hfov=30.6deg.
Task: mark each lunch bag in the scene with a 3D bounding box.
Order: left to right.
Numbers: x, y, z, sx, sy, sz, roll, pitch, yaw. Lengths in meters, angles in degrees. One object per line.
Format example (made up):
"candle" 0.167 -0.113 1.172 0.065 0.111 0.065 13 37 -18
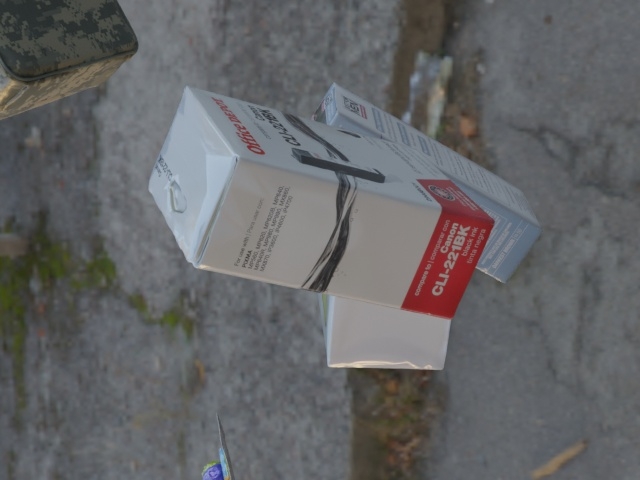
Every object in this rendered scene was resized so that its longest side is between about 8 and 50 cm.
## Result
"lunch bag" -0.478 -0.287 1.781 0.256 0.305 0.212 -33 89 38

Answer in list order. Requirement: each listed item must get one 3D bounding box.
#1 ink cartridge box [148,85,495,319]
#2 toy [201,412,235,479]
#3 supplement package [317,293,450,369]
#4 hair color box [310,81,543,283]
"ink cartridge box" -0.005 -0.037 1.122 0.114 0.273 0.197 -69 28 18
"toy" -0.158 0.403 1.880 0.237 0.056 0.137 79 174 -47
"supplement package" 0.079 0.029 1.481 0.203 0.149 0.194 -100 13 -63
"hair color box" 0.155 -0.094 1.860 0.113 0.374 0.185 -57 13 18
